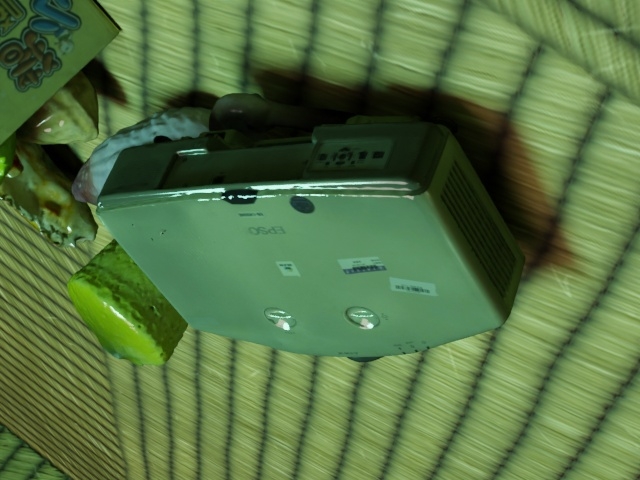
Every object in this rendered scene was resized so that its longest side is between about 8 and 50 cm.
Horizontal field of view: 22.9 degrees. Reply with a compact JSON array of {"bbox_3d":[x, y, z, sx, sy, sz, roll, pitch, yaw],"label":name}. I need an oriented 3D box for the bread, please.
[{"bbox_3d":[-0.176,0.051,1.517,0.129,0.114,0.111,11,143,52],"label":"bread"}]

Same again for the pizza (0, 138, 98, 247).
[{"bbox_3d":[-0.336,-0.106,1.484,0.297,0.071,0.189,41,177,-40],"label":"pizza"}]

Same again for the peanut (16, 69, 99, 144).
[{"bbox_3d":[-0.263,-0.140,1.344,0.194,0.083,0.093,25,123,26],"label":"peanut"}]

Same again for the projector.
[{"bbox_3d":[0.000,0.000,1.088,0.269,0.088,0.193,-2,140,33],"label":"projector"}]

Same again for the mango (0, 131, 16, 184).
[{"bbox_3d":[-0.305,-0.109,1.267,0.100,0.119,0.178,-111,23,-52],"label":"mango"}]

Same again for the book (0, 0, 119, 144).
[{"bbox_3d":[-0.275,-0.173,1.192,0.192,0.168,0.013,48,173,-19],"label":"book"}]

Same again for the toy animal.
[{"bbox_3d":[-0.093,-0.055,1.221,0.195,0.090,0.324,17,152,-5],"label":"toy animal"}]
